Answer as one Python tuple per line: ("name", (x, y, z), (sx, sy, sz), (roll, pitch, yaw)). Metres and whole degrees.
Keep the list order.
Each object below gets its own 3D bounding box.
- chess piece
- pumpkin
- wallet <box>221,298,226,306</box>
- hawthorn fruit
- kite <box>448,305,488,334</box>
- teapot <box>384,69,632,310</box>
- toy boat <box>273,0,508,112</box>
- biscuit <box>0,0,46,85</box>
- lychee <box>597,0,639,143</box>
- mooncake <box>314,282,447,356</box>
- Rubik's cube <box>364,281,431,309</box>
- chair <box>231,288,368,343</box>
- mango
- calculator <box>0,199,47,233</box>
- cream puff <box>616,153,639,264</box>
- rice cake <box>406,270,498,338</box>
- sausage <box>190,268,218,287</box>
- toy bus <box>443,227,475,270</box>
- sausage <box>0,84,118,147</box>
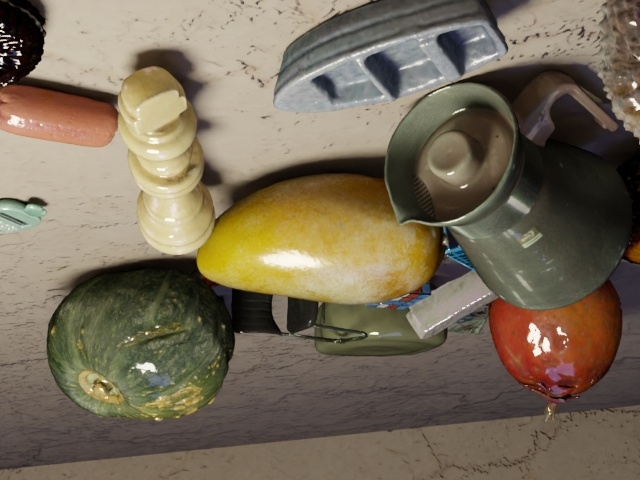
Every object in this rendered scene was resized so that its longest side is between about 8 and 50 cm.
("chess piece", (-0.203, -0.104, 1.475), (0.117, 0.117, 0.397), (-5, 159, -4))
("pumpkin", (-0.307, 0.189, 1.989), (0.327, 0.257, 0.292), (10, 139, 23))
("wallet", (-0.285, 0.168, 2.261), (0.202, 0.059, 0.141), (-8, 153, -1))
("hawthorn fruit", (0.470, 0.208, 2.253), (0.275, 0.308, 0.276), (-1, 173, 0))
("kite", (0.261, 0.188, 2.544), (0.335, 0.012, 0.314), (13, 153, -39))
("teapot", (0.278, -0.074, 1.553), (0.300, 0.253, 0.344), (-49, 140, 12))
("toy boat", (0.071, -0.215, 1.305), (0.282, 0.078, 0.127), (-14, 159, 22))
("biscuit", (-0.387, -0.216, 1.200), (0.194, 0.053, 0.194), (-6, 160, -2))
("lychee", (0.431, -0.214, 1.155), (0.299, 0.300, 0.300), (-5, 160, -2))
("mooncake", (0.120, 0.157, 2.248), (0.274, 0.135, 0.275), (-3, 162, -1))
("Rubik's cube", (0.136, 0.068, 2.062), (0.092, 0.092, 0.092), (7, 156, -33))
("chair", (-0.038, 0.107, 2.041), (0.221, 0.140, 0.145), (6, 166, -21))
("mango", (0.000, 0.000, 1.682), (0.383, 0.199, 0.221), (-5, -178, 9))
("calculator", (-0.482, -0.035, 1.708), (0.153, 0.021, 0.095), (-14, 158, 23))
("cream puff", (0.546, -0.059, 1.736), (0.239, 0.165, 0.239), (-5, 160, -2))
("rice cake", (0.319, 0.070, 2.056), (0.365, 0.073, 0.056), (-31, 156, 17))
("sausage", (-0.168, 0.052, 2.003), (0.145, 0.048, 0.050), (-24, 159, 35))
("toy bus", (0.267, -0.006, 1.909), (0.106, 0.090, 0.184), (-15, 158, 28))
("sausage", (-0.325, -0.152, 1.379), (0.154, 0.062, 0.062), (7, 156, -33))
